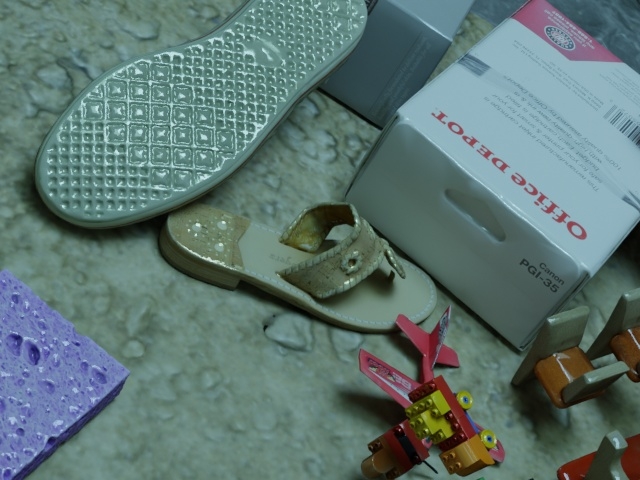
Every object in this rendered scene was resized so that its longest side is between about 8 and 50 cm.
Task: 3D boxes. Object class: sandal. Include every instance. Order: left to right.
[{"bbox_3d":[0.000,0.005,1.219,0.240,0.079,0.088,14,46,-20],"label":"sandal"}]

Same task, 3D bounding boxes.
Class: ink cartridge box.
[{"bbox_3d":[0.181,-0.067,1.364,0.207,0.117,0.283,41,43,7],"label":"ink cartridge box"}]

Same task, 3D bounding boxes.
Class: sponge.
[{"bbox_3d":[-0.232,0.112,1.019,0.117,0.031,0.210,40,43,7],"label":"sponge"}]

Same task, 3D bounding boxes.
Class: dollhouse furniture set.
[{"bbox_3d":[0.307,0.173,1.245,0.259,0.135,0.262,-16,61,-27],"label":"dollhouse furniture set"}]

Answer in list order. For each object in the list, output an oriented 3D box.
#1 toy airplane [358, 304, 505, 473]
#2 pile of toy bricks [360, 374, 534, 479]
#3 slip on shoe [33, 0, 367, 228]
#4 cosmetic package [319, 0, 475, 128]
[{"bbox_3d":[0.081,0.110,1.206,0.151,0.028,0.151,26,47,-31],"label":"toy airplane"},{"bbox_3d":[0.089,0.210,1.067,0.105,0.118,0.212,-27,83,-41],"label":"pile of toy bricks"},{"bbox_3d":[-0.094,-0.108,1.259,0.123,0.101,0.331,49,57,-1],"label":"slip on shoe"},{"bbox_3d":[0.087,-0.223,1.444,0.107,0.127,0.238,31,44,-4],"label":"cosmetic package"}]
